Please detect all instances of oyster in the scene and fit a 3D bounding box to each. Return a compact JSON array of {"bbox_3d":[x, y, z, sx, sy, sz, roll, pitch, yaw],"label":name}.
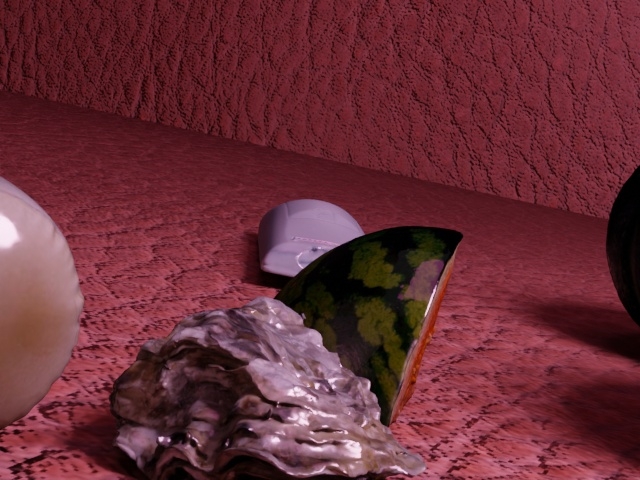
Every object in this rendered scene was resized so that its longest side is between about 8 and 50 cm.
[{"bbox_3d":[-0.026,0.065,0.552,0.125,0.064,0.177,11,8,-31],"label":"oyster"}]

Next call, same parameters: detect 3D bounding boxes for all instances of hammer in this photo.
[{"bbox_3d":[-0.256,0.012,0.476,0.305,0.113,0.202,-1,10,-36],"label":"hammer"}]

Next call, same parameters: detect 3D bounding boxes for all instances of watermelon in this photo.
[{"bbox_3d":[0.018,0.055,0.711,0.135,0.125,0.094,-6,-37,40],"label":"watermelon"}]

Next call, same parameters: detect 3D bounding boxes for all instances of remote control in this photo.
[{"bbox_3d":[0.000,0.001,1.138,0.103,0.051,0.293,11,8,-4],"label":"remote control"}]

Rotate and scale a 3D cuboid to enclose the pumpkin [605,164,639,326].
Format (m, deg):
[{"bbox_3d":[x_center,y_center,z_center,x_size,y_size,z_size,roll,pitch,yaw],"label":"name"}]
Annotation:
[{"bbox_3d":[0.348,0.008,1.028,0.250,0.216,0.250,-19,19,7],"label":"pumpkin"}]
